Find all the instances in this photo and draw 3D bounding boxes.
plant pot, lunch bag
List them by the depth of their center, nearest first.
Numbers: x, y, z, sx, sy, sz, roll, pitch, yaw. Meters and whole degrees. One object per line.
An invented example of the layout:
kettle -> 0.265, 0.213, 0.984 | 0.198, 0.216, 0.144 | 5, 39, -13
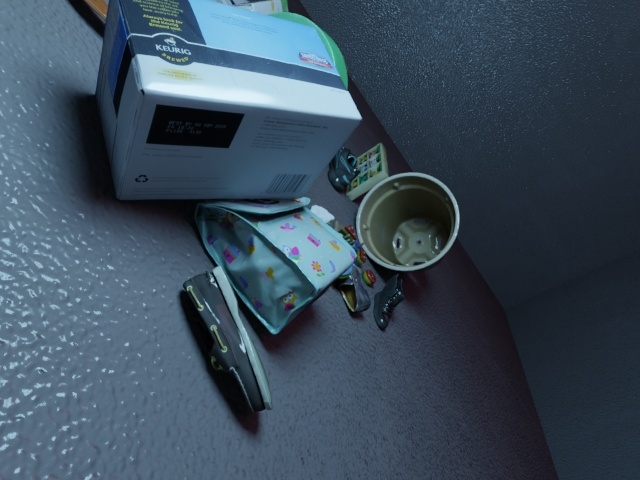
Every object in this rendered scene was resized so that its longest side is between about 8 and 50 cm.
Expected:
lunch bag -> -0.086, 0.006, 0.830 | 0.262, 0.160, 0.223 | 46, 26, 8
plant pot -> 0.327, -0.026, 1.547 | 0.305, 0.334, 0.333 | 37, 29, -64

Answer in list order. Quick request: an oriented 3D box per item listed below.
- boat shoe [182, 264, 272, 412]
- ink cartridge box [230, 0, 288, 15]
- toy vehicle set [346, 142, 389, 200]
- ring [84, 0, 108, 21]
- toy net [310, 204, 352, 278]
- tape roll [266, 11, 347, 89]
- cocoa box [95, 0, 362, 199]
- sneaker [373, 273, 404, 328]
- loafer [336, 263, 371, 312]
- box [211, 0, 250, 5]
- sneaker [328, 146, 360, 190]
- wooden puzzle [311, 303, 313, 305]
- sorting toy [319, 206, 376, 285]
boat shoe -> -0.138, 0.153, 0.657 | 0.081, 0.069, 0.227 | 109, -42, -74
ink cartridge box -> -0.179, -0.573, 1.258 | 0.278, 0.117, 0.201 | -63, 152, -55
toy vehicle set -> 0.177, -0.268, 1.672 | 0.035, 0.166, 0.267 | 48, 25, -24
ring -> -0.400, -0.511, 0.941 | 0.336, 0.032, 0.336 | 44, 22, -22
toy net -> 0.000, 0.000, 1.140 | 0.122, 0.045, 0.232 | -5, 47, -20
tape roll -> -0.096, -0.364, 1.047 | 0.321, 0.321, 0.077 | 62, 23, 9
cocoa box -> -0.158, -0.222, 0.721 | 0.347, 0.231, 0.228 | -5, 62, -36
sneaker -> 0.204, 0.177, 1.278 | 0.051, 0.089, 0.170 | 48, 25, -23
loafer -> 0.072, 0.108, 1.137 | 0.061, 0.062, 0.170 | -8, 65, -59
box -> -0.263, -0.708, 1.434 | 0.169, 0.087, 0.290 | 57, 24, -5
sneaker -> 0.080, -0.292, 1.589 | 0.101, 0.106, 0.267 | 35, 31, -41
wooden puzzle -> -0.038, 0.111, 0.981 | 0.083, 0.006, 0.049 | 57, 23, -4
sorting toy -> 0.089, 0.005, 1.315 | 0.274, 0.046, 0.132 | 48, 25, -23
